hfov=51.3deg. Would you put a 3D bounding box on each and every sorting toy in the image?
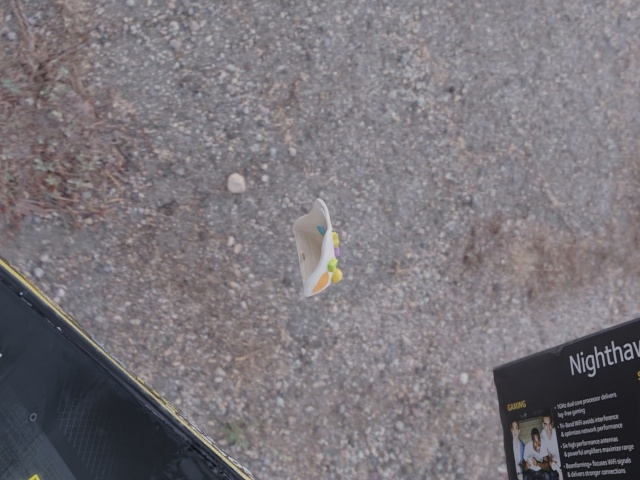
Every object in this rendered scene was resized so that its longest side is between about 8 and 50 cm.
[{"bbox_3d":[0.000,0.000,0.665,0.045,0.083,0.075,-4,142,-9],"label":"sorting toy"}]

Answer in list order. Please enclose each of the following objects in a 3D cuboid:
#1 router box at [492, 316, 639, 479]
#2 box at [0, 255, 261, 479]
[{"bbox_3d":[0.186,0.133,0.213,0.081,0.309,0.243,4,68,-19],"label":"router box"},{"bbox_3d":[-0.226,0.199,0.394,0.257,0.079,0.322,44,75,-6],"label":"box"}]
